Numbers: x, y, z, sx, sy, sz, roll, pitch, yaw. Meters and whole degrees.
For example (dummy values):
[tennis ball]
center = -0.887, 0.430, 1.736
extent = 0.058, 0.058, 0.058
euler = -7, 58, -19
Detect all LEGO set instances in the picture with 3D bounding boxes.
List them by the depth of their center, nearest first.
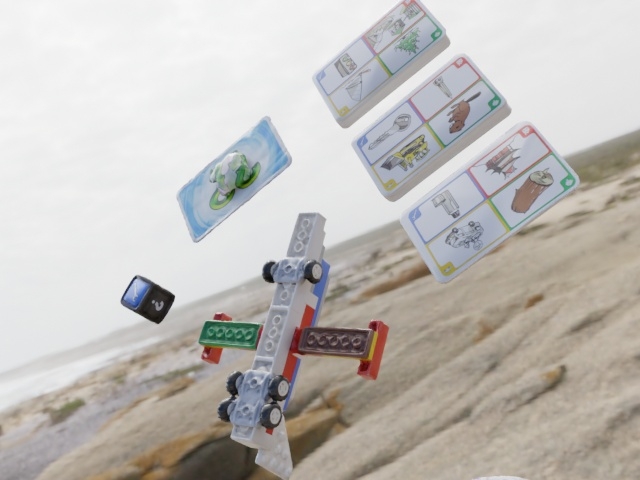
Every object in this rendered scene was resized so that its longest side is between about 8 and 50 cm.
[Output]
[LEGO set]
center = 0.000, 0.000, 0.464
extent = 0.244, 0.182, 0.060
euler = -39, -44, 11

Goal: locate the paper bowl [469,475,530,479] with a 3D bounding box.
[paper bowl]
center = 0.137, 0.324, 0.600
extent = 0.284, 0.284, 0.148
euler = -18, 20, -30
